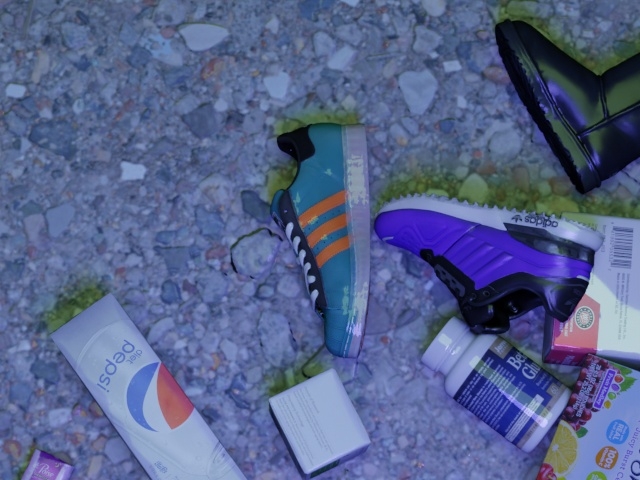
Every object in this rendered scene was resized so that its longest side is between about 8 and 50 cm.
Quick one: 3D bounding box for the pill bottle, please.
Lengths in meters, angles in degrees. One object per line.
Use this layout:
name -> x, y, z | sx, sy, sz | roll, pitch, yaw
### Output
pill bottle -> 0.206, 0.166, 1.967 | 0.169, 0.094, 0.094 | 37, 78, 8

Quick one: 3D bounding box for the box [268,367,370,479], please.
box -> -0.002, 0.217, 1.948 | 0.087, 0.101, 0.102 | -26, 79, -8

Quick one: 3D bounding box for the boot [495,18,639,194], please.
boot -> 0.357, -0.205, 2.065 | 0.207, 0.094, 0.246 | -29, 84, -4

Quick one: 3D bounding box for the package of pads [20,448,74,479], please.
package of pads -> -0.330, 0.293, 1.960 | 0.050, 0.032, 0.083 | 24, 76, 3

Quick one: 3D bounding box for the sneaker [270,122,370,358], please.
sneaker -> 0.000, 0.000, 2.009 | 0.121, 0.108, 0.302 | -1, 67, 0

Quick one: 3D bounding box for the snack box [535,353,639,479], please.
snack box -> 0.351, 0.257, 1.895 | 0.174, 0.070, 0.207 | 20, 79, 24

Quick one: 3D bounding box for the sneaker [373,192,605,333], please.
sneaker -> 0.179, 0.033, 1.953 | 0.293, 0.102, 0.146 | 9, 81, 34

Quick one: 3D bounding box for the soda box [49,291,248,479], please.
soda box -> -0.197, 0.205, 1.952 | 0.091, 0.098, 0.286 | -35, 78, -9

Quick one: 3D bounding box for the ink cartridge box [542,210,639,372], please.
ink cartridge box -> 0.394, 0.069, 1.992 | 0.237, 0.100, 0.172 | 6, 75, 2
